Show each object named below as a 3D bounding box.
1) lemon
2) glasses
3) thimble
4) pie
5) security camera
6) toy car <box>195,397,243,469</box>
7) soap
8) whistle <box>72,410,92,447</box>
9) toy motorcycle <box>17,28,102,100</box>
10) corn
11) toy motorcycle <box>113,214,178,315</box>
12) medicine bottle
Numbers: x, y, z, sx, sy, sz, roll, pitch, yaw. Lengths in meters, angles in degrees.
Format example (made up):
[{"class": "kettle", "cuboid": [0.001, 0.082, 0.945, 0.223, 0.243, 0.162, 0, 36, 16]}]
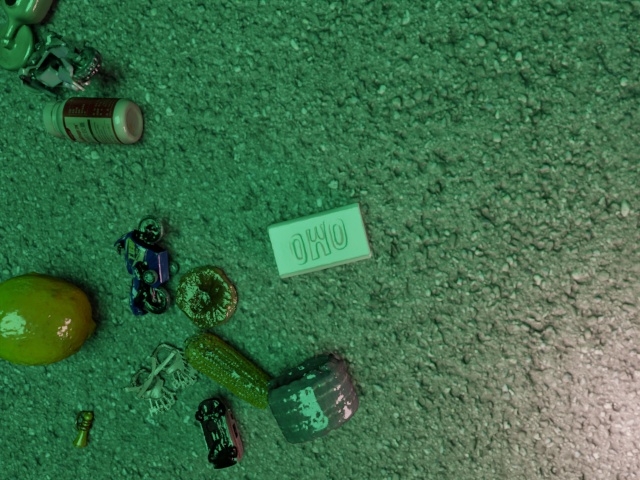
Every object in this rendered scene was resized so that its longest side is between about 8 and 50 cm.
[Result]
[{"class": "lemon", "cuboid": [-0.825, 0.228, 1.372, 0.321, 0.268, 0.268, 25, 98, -22]}, {"class": "glasses", "cuboid": [-0.478, 0.426, 1.440, 0.162, 0.095, 0.255, 39, 100, -5]}, {"class": "thimble", "cuboid": [-0.025, 0.434, 1.324, 0.236, 0.205, 0.172, -26, 88, 4]}, {"class": "pie", "cuboid": [-0.341, 0.166, 1.425, 0.195, 0.046, 0.195, 0, 93, 6]}, {"class": "security camera", "cuboid": [-0.906, -0.658, 1.416, 0.157, 0.080, 0.302, 29, 98, 16]}, {"class": "toy car", "cuboid": [-0.297, 0.566, 1.422, 0.089, 0.108, 0.210, -18, 87, 10]}, {"class": "soap", "cuboid": [0.000, 0.000, 1.348, 0.265, 0.087, 0.160, -13, 92, 8]}, {"class": "whistle", "cuboid": [-0.759, 0.597, 1.521, 0.046, 0.057, 0.109, 16, 86, -38]}, {"class": "toy motorcycle", "cuboid": [-0.748, -0.486, 1.357, 0.327, 0.143, 0.188, 26, 84, 32]}, {"class": "corn", "cuboid": [-0.264, 0.378, 1.401, 0.318, 0.115, 0.115, 35, 98, -2]}, {"class": "toy motorcycle", "cuboid": [-0.528, 0.077, 1.415, 0.168, 0.113, 0.315, 4, 103, 18]}, {"class": "medicine bottle", "cuboid": [-0.661, -0.350, 1.386, 0.250, 0.131, 0.131, 3, 94, 7]}]
